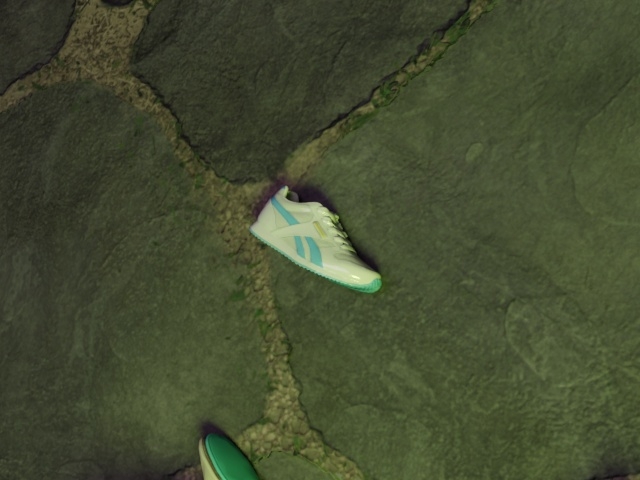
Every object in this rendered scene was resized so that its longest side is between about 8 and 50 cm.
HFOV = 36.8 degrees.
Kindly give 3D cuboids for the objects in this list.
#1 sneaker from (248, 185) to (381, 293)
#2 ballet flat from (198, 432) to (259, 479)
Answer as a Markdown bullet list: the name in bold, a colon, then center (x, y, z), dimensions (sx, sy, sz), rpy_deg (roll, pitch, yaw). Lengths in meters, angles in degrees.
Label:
- **sneaker**: center (0.000, 0.000, 1.387), dimensions (0.229, 0.087, 0.092), rpy_deg (32, 90, 29)
- **ballet flat**: center (-0.109, 0.371, 1.335), dimensions (0.086, 0.086, 0.248), rpy_deg (-55, 48, 5)
